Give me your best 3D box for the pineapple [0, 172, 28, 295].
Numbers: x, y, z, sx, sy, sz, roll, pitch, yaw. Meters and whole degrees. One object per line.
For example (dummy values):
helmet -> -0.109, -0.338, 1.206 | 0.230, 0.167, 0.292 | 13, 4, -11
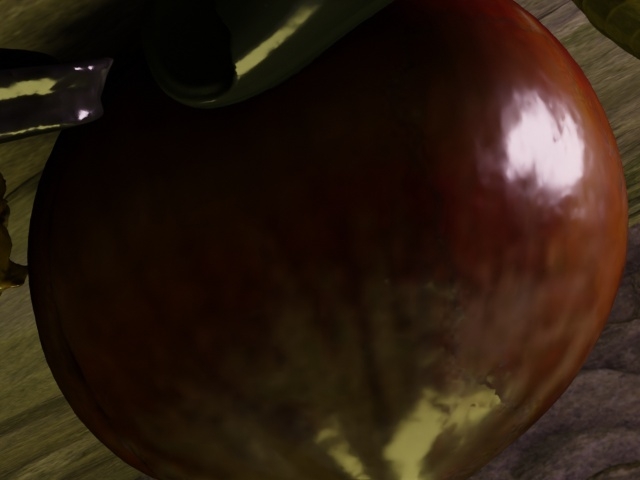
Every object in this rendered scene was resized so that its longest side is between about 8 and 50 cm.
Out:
pineapple -> -0.326, 0.006, 1.161 | 0.236, 0.114, 0.186 | -17, 168, -5

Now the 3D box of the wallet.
wallet -> -0.232, -0.060, 0.847 | 0.197, 0.051, 0.377 | -15, -170, -20

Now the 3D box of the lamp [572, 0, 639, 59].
lamp -> 0.226, -0.177, 0.913 | 0.250, 0.284, 0.250 | 14, 169, 3

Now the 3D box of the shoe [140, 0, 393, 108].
shoe -> -0.004, -0.172, 0.960 | 0.241, 0.108, 0.093 | -29, 162, 6

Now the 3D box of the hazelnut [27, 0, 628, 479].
hazelnut -> 0.000, 0.000, 1.138 | 0.409, 0.359, 0.359 | -29, 167, 9
